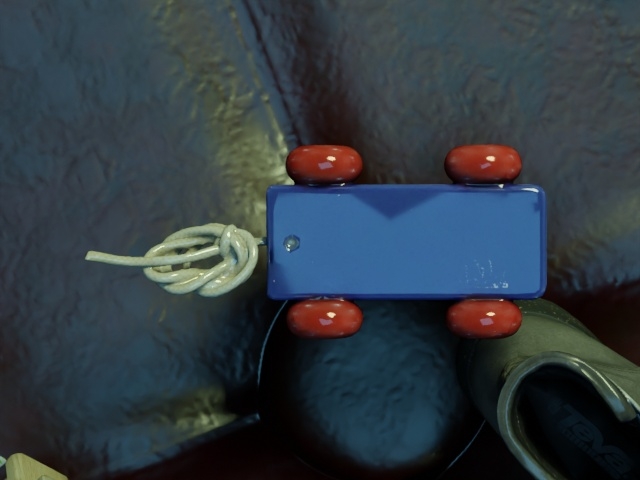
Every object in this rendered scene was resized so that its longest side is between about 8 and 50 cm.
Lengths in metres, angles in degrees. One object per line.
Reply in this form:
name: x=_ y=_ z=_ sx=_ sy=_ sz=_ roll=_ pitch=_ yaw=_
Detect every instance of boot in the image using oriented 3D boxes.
boot: x=0.223 y=0.164 z=0.955 sx=0.338 sy=0.223 sz=0.118 roll=30 pitch=96 yaw=-7

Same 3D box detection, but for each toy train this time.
toy train: x=0.000 y=0.000 z=0.966 sx=0.248 sy=0.143 sz=0.105 roll=0 pitch=91 yaw=2

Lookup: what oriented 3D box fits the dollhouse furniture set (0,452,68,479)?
dollhouse furniture set: x=-0.205 y=0.234 z=0.937 sx=0.242 sy=0.161 sz=0.212 roll=-41 pitch=127 yaw=17
